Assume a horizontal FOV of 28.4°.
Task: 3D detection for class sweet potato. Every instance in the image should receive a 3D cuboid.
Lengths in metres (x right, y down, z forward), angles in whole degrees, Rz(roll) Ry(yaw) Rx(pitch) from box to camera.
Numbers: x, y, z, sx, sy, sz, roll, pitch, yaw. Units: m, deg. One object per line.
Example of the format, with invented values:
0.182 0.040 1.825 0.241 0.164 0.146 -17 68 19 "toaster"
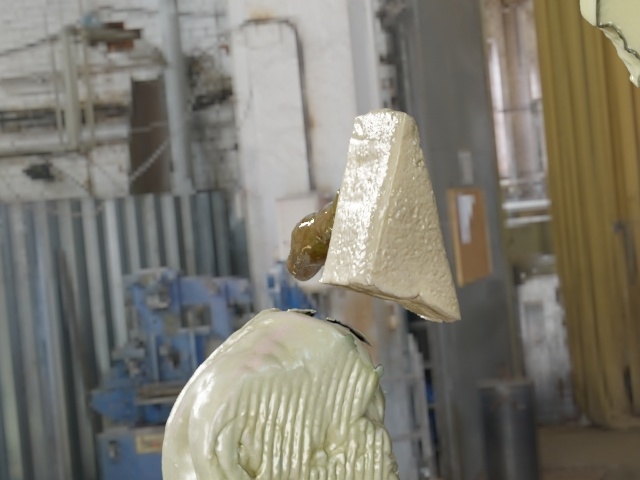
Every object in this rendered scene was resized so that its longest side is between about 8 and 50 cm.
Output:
0.000 0.000 1.437 0.067 0.067 0.274 -6 -16 -15 "sweet potato"

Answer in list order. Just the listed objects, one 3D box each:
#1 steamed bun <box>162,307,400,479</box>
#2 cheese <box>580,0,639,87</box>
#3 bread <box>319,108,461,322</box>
-0.067 0.222 1.441 0.280 0.268 0.207 -36 22 -30 "steamed bun"
0.304 -0.174 0.877 0.255 0.127 0.050 -4 21 -5 "cheese"
0.069 -0.019 1.021 0.105 0.152 0.077 17 -6 -34 "bread"
